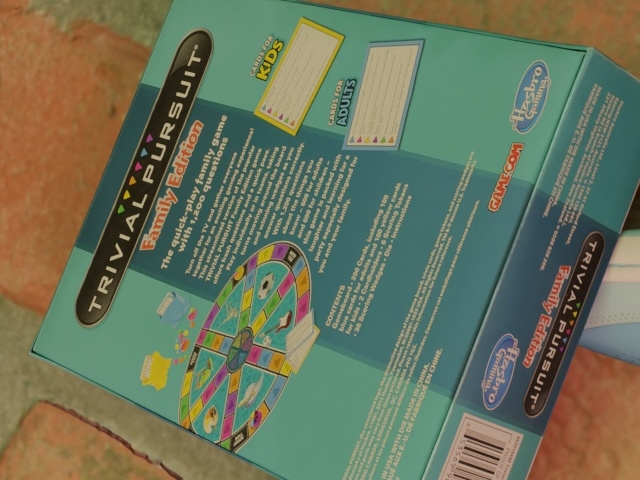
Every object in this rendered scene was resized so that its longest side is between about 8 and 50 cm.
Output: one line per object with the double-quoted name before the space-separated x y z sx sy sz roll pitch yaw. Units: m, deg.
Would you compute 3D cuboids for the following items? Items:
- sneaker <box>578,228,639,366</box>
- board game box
"sneaker" 0.243 0.113 0.814 0.319 0.127 0.208 11 81 27
"board game box" 0.000 0.000 0.922 0.336 0.079 0.254 19 86 47
